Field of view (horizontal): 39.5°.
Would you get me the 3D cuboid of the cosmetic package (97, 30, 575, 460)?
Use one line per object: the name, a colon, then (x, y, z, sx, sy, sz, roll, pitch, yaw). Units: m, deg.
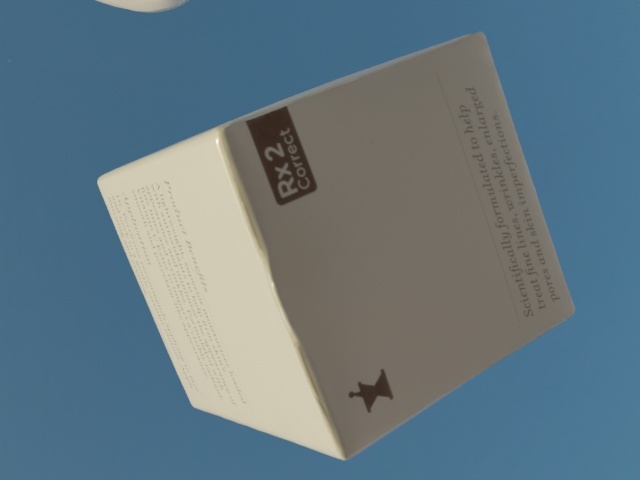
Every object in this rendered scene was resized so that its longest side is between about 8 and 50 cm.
cosmetic package: (0.000, 0.000, 0.469, 0.151, 0.183, 0.151, -26, -79, -28)

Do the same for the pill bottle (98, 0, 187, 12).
pill bottle: (-0.056, -0.341, 0.446, 0.229, 0.229, 0.408, 35, -101, -22)
